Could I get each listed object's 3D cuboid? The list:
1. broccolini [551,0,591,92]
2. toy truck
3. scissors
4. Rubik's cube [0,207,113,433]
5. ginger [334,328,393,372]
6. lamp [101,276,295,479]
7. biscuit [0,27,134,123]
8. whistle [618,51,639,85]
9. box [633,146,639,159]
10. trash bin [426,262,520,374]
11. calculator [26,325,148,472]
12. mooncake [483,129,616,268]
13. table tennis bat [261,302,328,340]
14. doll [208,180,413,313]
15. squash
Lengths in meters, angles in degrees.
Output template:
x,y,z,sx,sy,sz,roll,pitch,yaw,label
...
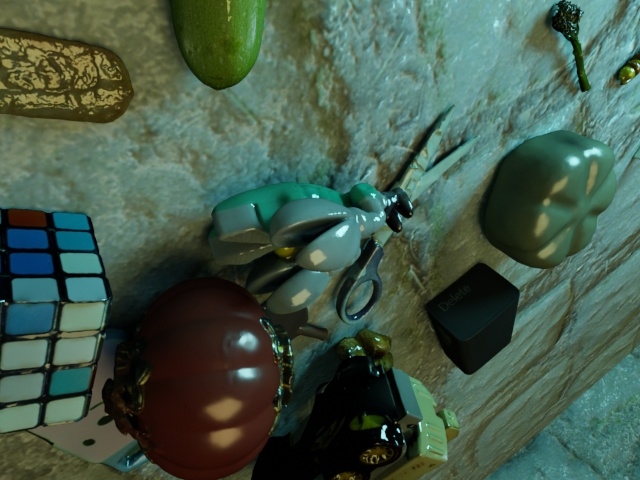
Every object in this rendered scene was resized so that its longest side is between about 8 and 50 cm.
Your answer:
x,y,z,sx,sy,sz,roll,pitch,yaw,label
0.416,-0.310,0.741,0.218,0.042,0.044,22,107,-51,broccolini
0.055,0.400,0.834,0.254,0.181,0.405,29,117,-24,toy truck
0.109,-0.040,0.718,0.383,0.029,0.256,-49,133,2,scissors
-0.295,0.071,0.418,0.154,0.151,0.155,3,121,-36,Rubik's cube
0.093,0.223,0.883,0.103,0.073,0.162,-33,131,-7,ginger
-0.140,0.156,0.531,0.227,0.227,0.227,-20,132,-24,lamp
-0.238,-0.139,0.392,0.147,0.018,0.071,-3,123,-36,biscuit
0.604,-0.339,0.858,0.109,0.057,0.046,-42,93,11,whistle
0.807,-0.246,1.031,0.024,0.090,0.167,4,120,-39,box
0.343,0.185,1.014,0.165,0.115,0.225,-37,140,-8,trash bin
-0.278,0.227,0.624,0.173,0.051,0.293,-36,137,-10,calculator
0.440,-0.073,0.866,0.275,0.135,0.275,-18,127,-25,mooncake
-0.027,0.169,0.716,0.170,0.119,0.107,22,109,-43,table tennis bat
-0.001,-0.010,0.556,0.258,0.153,0.195,-23,151,0,doll
-0.086,-0.222,0.392,0.095,0.095,0.188,-20,135,-23,squash
